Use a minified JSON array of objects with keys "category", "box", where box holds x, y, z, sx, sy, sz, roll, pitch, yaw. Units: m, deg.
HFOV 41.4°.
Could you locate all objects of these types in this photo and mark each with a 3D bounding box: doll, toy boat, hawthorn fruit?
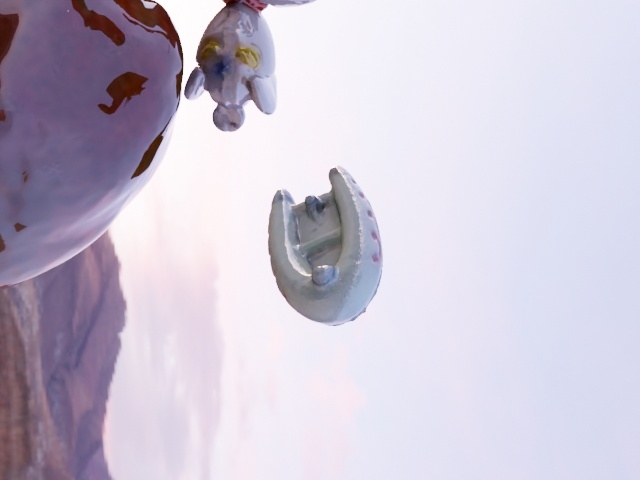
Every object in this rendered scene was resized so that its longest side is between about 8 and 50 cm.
[{"category":"doll","box":[-0.052,-0.278,0.702,0.099,0.188,0.384,-59,159,-67]},{"category":"toy boat","box":[0.000,0.000,0.969,0.079,0.134,0.208,57,18,-51]},{"category":"hawthorn fruit","box":[-0.260,-0.107,0.656,0.308,0.308,0.325,156,-51,-70]}]
